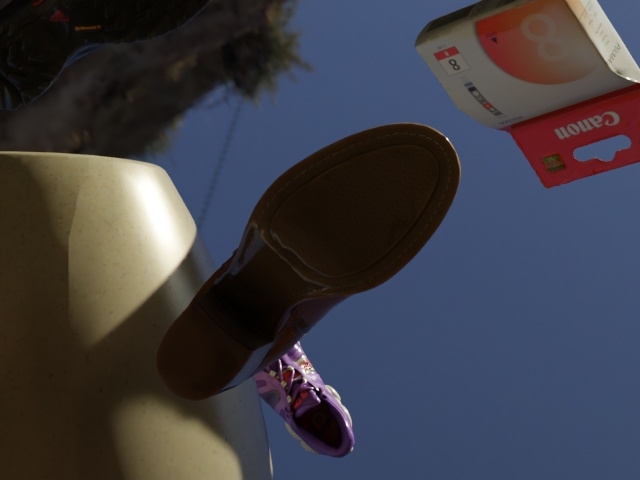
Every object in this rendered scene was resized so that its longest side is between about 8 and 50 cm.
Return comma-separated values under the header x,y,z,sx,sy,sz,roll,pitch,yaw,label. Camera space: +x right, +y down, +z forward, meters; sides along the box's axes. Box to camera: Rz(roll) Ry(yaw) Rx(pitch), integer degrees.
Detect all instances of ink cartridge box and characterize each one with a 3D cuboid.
x,y,z,sx,sy,sz,roll,pitch,yaw,label
0.178,-0.113,1.298,0.145,0.179,0.045,-17,-154,43,ink cartridge box

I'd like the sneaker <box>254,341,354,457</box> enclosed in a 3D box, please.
x,y,z,sx,sy,sz,roll,pitch,yaw,label
-0.027,0.118,1.416,0.068,0.170,0.071,-46,-168,-6,sneaker

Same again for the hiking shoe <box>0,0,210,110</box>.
x,y,z,sx,sy,sz,roll,pitch,yaw,label
-0.163,-0.188,1.227,0.227,0.086,0.114,-25,-151,15,hiking shoe

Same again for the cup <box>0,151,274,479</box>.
x,y,z,sx,sy,sz,roll,pitch,yaw,label
-0.190,0.065,1.122,0.331,0.331,0.237,1,-93,19,cup

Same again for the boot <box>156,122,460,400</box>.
x,y,z,sx,sy,sz,roll,pitch,yaw,label
0.000,0.000,0.887,0.197,0.152,0.073,-38,-90,16,boot
